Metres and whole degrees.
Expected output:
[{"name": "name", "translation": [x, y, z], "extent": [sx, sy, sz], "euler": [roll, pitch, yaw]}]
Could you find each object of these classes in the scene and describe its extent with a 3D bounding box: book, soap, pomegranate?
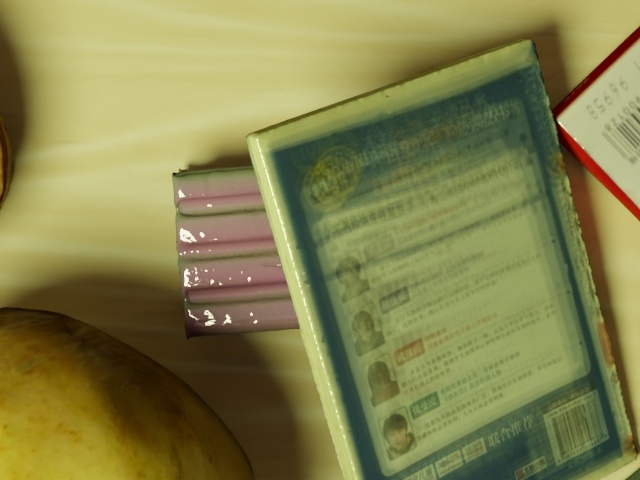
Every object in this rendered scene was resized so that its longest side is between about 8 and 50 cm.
[{"name": "book", "translation": [0.092, 0.046, 1.095], "extent": [0.228, 0.018, 0.322], "euler": [-21, 103, -25]}, {"name": "soap", "translation": [0.000, 0.000, 1.137], "extent": [0.203, 0.065, 0.122], "euler": [-4, 95, 0]}, {"name": "pomegranate", "translation": [-0.180, 0.183, 1.043], "extent": [0.307, 0.307, 0.307], "euler": [0, 94, 0]}]

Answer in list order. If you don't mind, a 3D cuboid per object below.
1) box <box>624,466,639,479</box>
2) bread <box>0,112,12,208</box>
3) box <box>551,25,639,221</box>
[{"name": "box", "translation": [0.234, 0.209, 1.126], "extent": [0.069, 0.122, 0.084], "euler": [-38, 91, 14]}, {"name": "bread", "translation": [-0.330, -0.090, 1.098], "extent": [0.195, 0.142, 0.269], "euler": [-36, 91, 2]}, {"name": "box", "translation": [0.283, -0.120, 1.137], "extent": [0.229, 0.050, 0.123], "euler": [-45, 94, 2]}]
